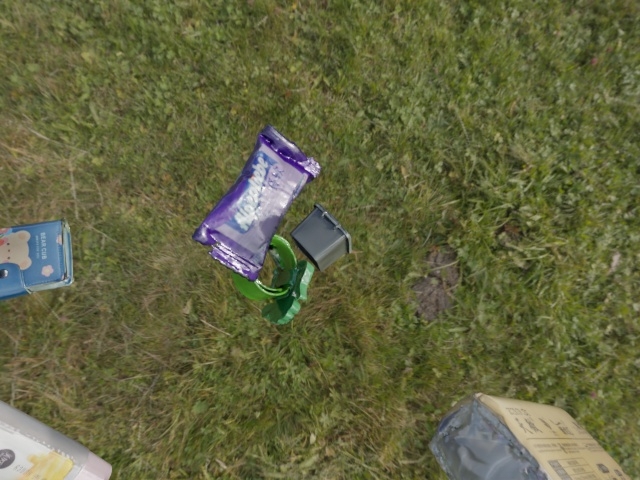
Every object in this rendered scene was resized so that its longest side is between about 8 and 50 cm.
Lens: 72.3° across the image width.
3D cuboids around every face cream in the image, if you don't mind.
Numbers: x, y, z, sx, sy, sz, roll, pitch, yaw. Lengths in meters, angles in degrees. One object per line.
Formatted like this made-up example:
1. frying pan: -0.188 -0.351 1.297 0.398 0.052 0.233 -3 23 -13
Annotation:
1. face cream: -0.451 0.324 0.663 0.107 0.073 0.269 -40 123 -11

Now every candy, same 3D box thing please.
1. candy: -0.105 -0.072 0.787 0.145 0.070 0.275 39 69 -28

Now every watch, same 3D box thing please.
1. watch: -0.106 0.074 0.906 0.152 0.131 0.165 38 55 -29

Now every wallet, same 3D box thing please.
1. wallet: -0.573 0.040 0.807 0.202 0.059 0.141 -10 72 -17

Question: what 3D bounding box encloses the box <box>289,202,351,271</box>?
1. box: 0.000 0.000 0.729 0.069 0.122 0.084 -41 75 -6

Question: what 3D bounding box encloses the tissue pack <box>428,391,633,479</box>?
1. tissue pack: 0.224 0.243 0.413 0.090 0.222 0.186 -53 44 17
